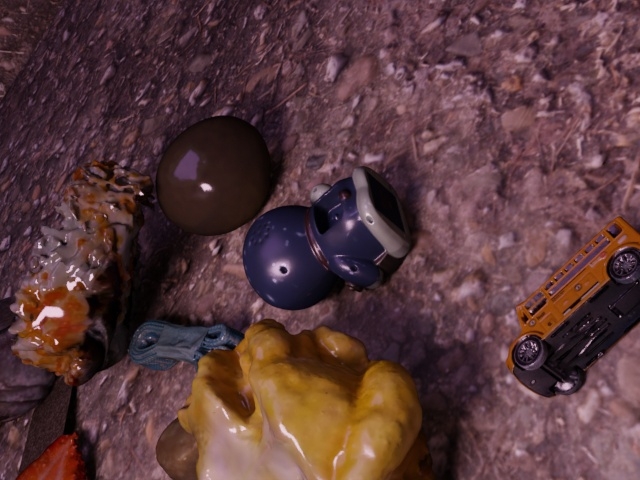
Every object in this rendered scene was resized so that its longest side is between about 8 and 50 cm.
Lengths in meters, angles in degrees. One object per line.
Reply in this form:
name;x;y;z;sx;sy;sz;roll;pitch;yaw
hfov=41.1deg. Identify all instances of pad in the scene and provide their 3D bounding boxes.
pad;-0.534;0.357;1.667;0.158;0.003;0.235;-46;25;16

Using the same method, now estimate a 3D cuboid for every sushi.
sushi;-0.399;0.048;1.487;0.417;0.176;0.417;-170;90;-85

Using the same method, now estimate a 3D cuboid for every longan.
longan;-0.183;-0.109;1.475;0.220;0.196;0.196;-45;37;4

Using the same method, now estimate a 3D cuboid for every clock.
clock;0.000;0.000;1.223;0.243;0.146;0.199;-30;48;23

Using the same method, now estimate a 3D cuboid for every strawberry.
strawberry;-0.470;0.454;1.463;0.175;0.098;0.228;-19;39;9

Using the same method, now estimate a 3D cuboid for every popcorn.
popcorn;-0.014;0.241;0.992;0.316;0.281;0.297;17;116;26

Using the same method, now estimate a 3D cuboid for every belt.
belt;-0.220;0.181;1.407;0.302;0.072;0.087;-4;58;51

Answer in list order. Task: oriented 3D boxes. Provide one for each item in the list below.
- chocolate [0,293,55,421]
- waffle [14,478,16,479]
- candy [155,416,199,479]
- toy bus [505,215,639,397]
chocolate;-0.669;0.268;1.740;0.303;0.213;0.303;-23;19;8
waffle;-0.571;0.554;1.565;0.291;0.051;0.291;-32;40;32
candy;-0.128;0.261;1.211;0.234;0.104;0.102;-46;32;16
toy bus;0.274;0.072;0.888;0.194;0.083;0.088;-45;34;14
